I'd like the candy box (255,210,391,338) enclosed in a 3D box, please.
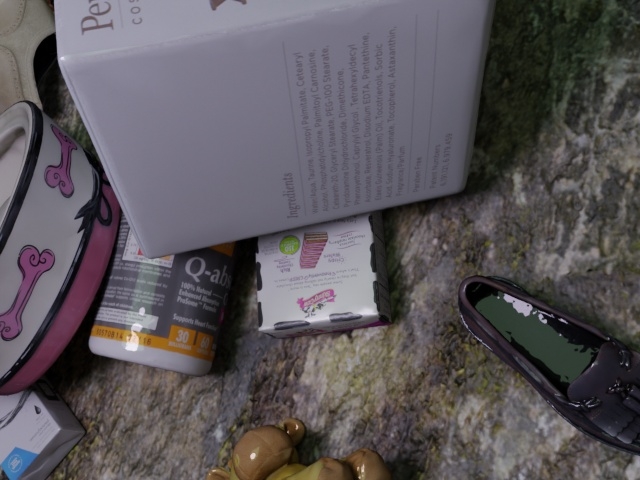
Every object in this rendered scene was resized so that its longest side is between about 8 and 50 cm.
[{"bbox_3d":[0.000,0.000,1.040,0.159,0.071,0.233,-9,71,17],"label":"candy box"}]

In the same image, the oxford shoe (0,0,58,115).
[{"bbox_3d":[-0.490,-0.363,1.337,0.147,0.140,0.397,5,69,-8],"label":"oxford shoe"}]

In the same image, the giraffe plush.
[{"bbox_3d":[-0.040,0.286,0.946,0.170,0.181,0.210,48,130,36],"label":"giraffe plush"}]

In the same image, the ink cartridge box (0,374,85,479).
[{"bbox_3d":[-0.430,0.245,1.151,0.180,0.060,0.104,42,93,27],"label":"ink cartridge box"}]

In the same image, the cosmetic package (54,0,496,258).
[{"bbox_3d":[-0.057,-0.229,0.898,0.394,0.327,0.329,-13,57,-5],"label":"cosmetic package"}]

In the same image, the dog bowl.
[{"bbox_3d":[-0.422,0.026,1.083,0.408,0.150,0.408,-32,44,37],"label":"dog bowl"}]

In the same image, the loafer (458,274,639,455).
[{"bbox_3d":[0.272,0.135,0.877,0.302,0.095,0.109,34,90,27],"label":"loafer"}]

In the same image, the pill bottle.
[{"bbox_3d":[-0.193,0.028,1.061,0.162,0.162,0.278,7,78,24],"label":"pill bottle"}]
